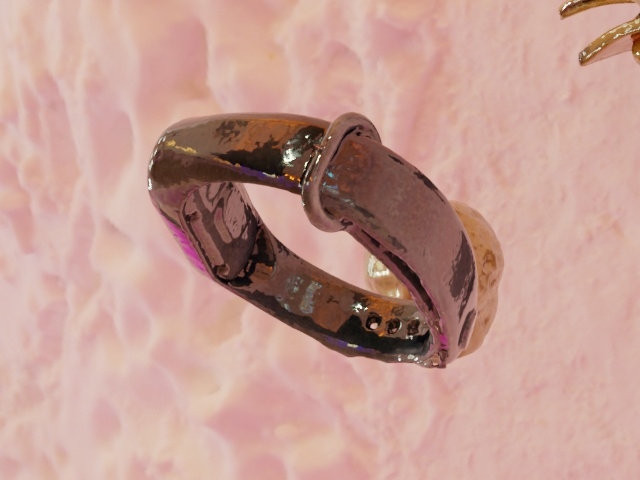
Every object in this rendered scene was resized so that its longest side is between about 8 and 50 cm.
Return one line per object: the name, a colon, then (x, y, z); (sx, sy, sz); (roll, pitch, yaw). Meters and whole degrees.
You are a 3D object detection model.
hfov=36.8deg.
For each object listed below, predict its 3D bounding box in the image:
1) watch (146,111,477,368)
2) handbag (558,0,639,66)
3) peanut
watch: (0.000, 0.000, 0.571); (0.193, 0.068, 0.206); (18, 154, 16)
handbag: (0.399, -0.213, 0.712); (0.401, 0.283, 0.133); (3, 109, 64)
peanut: (0.117, 0.045, 1.000); (0.152, 0.152, 0.313); (54, 171, 18)
